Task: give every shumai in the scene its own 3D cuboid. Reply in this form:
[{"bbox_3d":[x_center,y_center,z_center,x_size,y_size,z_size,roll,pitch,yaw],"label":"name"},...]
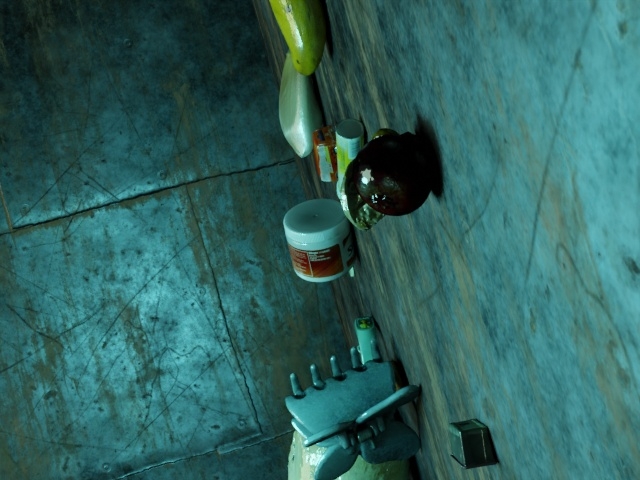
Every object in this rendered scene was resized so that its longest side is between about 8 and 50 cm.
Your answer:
[{"bbox_3d":[0.107,-0.088,1.277,0.116,0.146,0.145,-5,103,43],"label":"shumai"}]

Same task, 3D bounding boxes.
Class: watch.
[{"bbox_3d":[0.152,0.340,2.229,0.237,0.068,0.195,-100,1,-77],"label":"watch"}]

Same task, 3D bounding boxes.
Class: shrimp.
[{"bbox_3d":[0.209,0.386,2.045,0.095,0.045,0.162,54,173,-8],"label":"shrimp"}]

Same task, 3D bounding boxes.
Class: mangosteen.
[{"bbox_3d":[0.113,-0.109,1.078,0.140,0.140,0.140,165,90,-85],"label":"mangosteen"}]

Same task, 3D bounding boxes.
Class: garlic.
[{"bbox_3d":[-0.059,-0.411,2.112,0.143,0.112,0.318,20,122,56],"label":"garlic"}]

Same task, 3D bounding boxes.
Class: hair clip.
[{"bbox_3d":[0.076,0.443,1.891,0.392,0.318,0.238,78,167,-51],"label":"hair clip"}]

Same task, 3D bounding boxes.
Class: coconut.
[{"bbox_3d":[0.090,0.666,2.255,0.404,0.405,0.404,165,90,-85],"label":"coconut"}]

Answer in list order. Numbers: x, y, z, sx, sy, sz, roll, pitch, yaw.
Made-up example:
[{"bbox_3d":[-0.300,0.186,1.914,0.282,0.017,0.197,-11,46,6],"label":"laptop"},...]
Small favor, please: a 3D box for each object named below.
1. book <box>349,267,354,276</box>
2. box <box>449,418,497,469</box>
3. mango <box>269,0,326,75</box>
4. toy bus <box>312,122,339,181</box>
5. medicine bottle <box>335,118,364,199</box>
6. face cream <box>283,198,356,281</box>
[{"bbox_3d":[0.079,0.022,2.471,0.198,0.016,0.138,-113,9,-61],"label":"book"},{"bbox_3d":[0.251,0.337,1.192,0.085,0.060,0.063,149,113,-86],"label":"box"},{"bbox_3d":[-0.043,-0.511,1.631,0.157,0.109,0.262,38,149,66],"label":"mango"},{"bbox_3d":[0.023,-0.228,1.928,0.174,0.077,0.079,82,172,-55],"label":"toy bus"},{"bbox_3d":[0.069,-0.176,1.601,0.218,0.074,0.074,85,169,-56],"label":"medicine bottle"},{"bbox_3d":[0.000,0.000,2.188,0.201,0.201,0.187,-112,9,-56],"label":"face cream"}]
